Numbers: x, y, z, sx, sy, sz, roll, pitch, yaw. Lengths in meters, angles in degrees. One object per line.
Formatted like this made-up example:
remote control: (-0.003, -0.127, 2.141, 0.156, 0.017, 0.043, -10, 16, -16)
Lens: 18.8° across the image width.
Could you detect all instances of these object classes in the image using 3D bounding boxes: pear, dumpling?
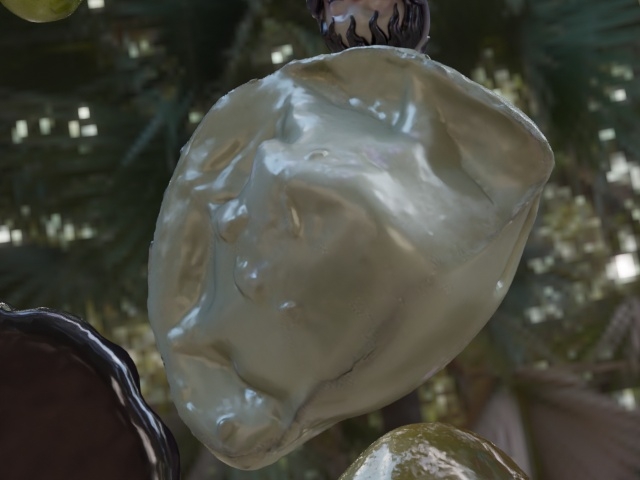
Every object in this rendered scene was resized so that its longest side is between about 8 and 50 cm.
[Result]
pear: (-0.245, -0.239, 1.724, 0.092, 0.092, 0.097, -3, -19, -23)
dumpling: (0.000, 0.000, 1.681, 0.395, 0.315, 0.233, -51, -26, 9)

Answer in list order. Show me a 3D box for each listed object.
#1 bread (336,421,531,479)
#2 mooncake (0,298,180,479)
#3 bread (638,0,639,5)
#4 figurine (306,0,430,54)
bread: (0.167, 0.387, 2.198, 0.348, 0.376, 0.253, 9, -62, -36)
mooncake: (-0.228, 0.173, 1.274, 0.283, 0.283, 0.141, -8, -4, -1)
bread: (0.482, -0.284, 2.151, 0.244, 0.134, 0.244, 6, 24, -3)
figurine: (0.055, -0.267, 2.222, 0.145, 0.222, 0.145, -5, 2, 0)
